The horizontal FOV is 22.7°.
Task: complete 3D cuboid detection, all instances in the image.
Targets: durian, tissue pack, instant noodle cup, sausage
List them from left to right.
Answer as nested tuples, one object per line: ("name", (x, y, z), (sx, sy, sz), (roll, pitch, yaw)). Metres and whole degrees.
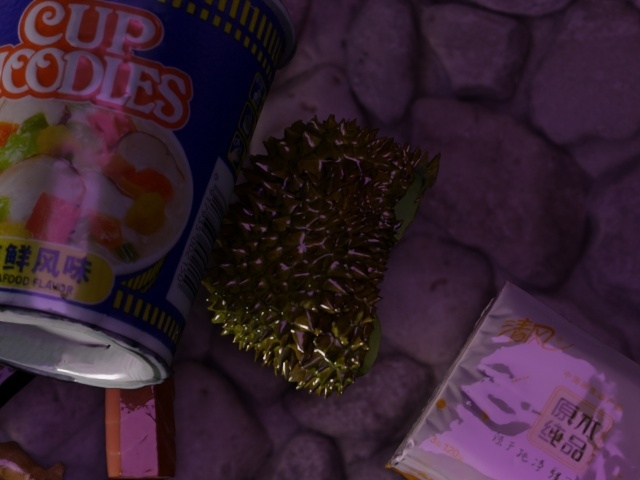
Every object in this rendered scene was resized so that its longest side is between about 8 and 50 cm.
("instant noodle cup", (-0.181, -0.054, 1.286), (0.284, 0.284, 0.312), (11, 70, 1))
("sausage", (-0.160, 0.127, 1.413), (0.065, 0.065, 0.169), (-2, 79, -3))
("durian", (-0.003, 0.003, 1.376), (0.176, 0.200, 0.237), (31, 86, -19))
("tissue pack", (0.202, 0.177, 1.382), (0.225, 0.124, 0.185), (32, 76, 5))

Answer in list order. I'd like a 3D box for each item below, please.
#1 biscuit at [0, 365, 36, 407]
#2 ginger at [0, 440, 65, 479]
("biscuit", (-0.329, 0.141, 1.381), (0.252, 0.106, 0.070), (-43, 86, -10))
("ginger", (-0.302, 0.264, 1.380), (0.176, 0.052, 0.193), (21, 76, 8))
